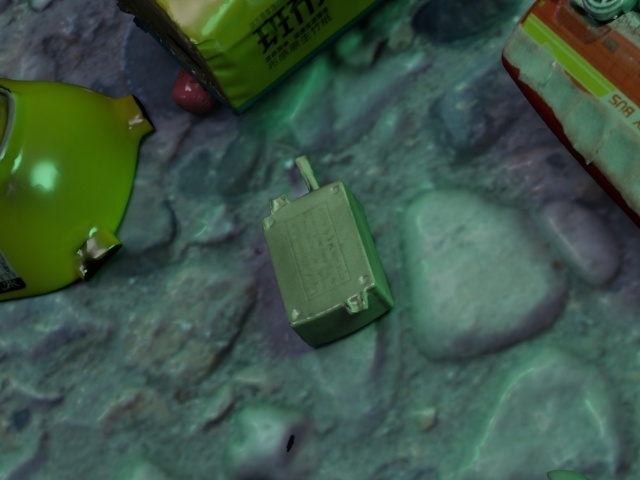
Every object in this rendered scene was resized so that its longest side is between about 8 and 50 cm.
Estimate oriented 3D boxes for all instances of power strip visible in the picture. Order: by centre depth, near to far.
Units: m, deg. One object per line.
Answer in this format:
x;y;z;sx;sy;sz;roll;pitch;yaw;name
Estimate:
0.000;0.000;1.430;0.075;0.042;0.175;-26;51;13;power strip

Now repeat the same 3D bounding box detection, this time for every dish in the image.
-0.284;-0.061;1.585;0.262;0.108;0.221;-2;63;29;dish

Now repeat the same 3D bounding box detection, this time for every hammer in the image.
-0.093;-0.144;1.571;0.043;0.043;0.083;7;64;32;hammer

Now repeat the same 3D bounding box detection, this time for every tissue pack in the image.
-0.036;-0.255;1.512;0.271;0.134;0.192;-41;54;-10;tissue pack

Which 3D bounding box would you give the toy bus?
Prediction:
0.236;-0.079;1.303;0.120;0.121;0.265;-44;51;10;toy bus

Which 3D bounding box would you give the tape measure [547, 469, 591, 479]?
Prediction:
0.175;0.245;1.073;0.125;0.246;0.243;-46;57;3;tape measure
